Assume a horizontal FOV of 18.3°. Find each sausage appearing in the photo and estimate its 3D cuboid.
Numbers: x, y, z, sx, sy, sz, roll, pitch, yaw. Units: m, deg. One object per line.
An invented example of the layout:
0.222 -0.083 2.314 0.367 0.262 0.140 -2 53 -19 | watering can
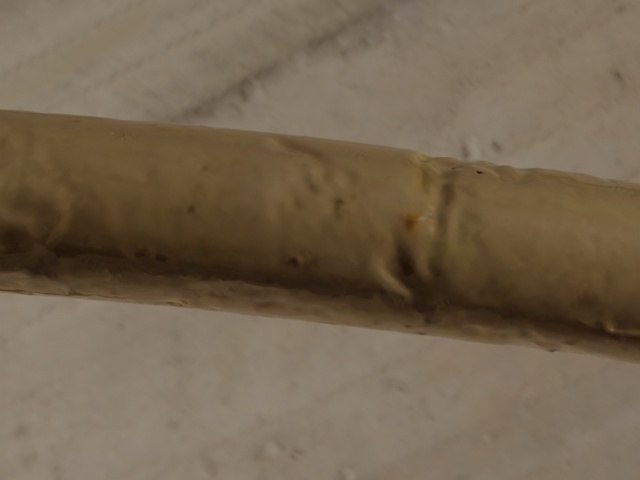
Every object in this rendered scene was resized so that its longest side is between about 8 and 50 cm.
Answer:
0.000 -0.001 0.628 0.301 0.066 0.066 5 -114 -5 | sausage
